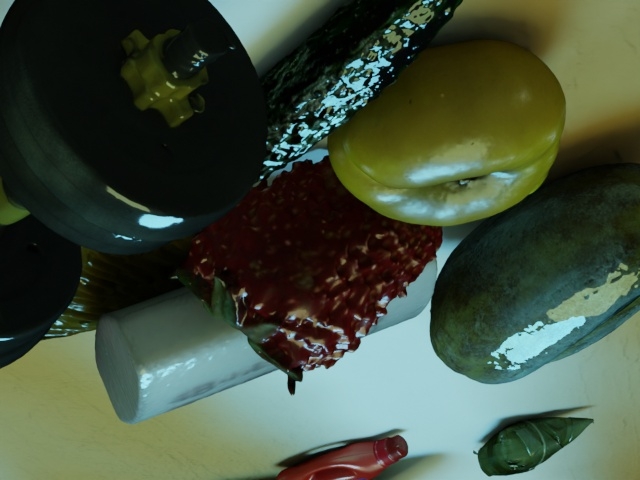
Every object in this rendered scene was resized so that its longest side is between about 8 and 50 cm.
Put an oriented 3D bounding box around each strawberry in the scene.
[{"bbox_3d":[0.000,0.001,1.396,0.208,0.167,0.087,-50,-171,-5],"label":"strawberry"}]

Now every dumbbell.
[{"bbox_3d":[-0.184,-0.040,1.161,0.185,0.185,0.388,8,151,-41],"label":"dumbbell"}]

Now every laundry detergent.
[{"bbox_3d":[0.031,0.277,2.233,0.165,0.049,0.097,-27,155,28],"label":"laundry detergent"}]

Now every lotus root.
[{"bbox_3d":[0.220,0.010,1.552,0.322,0.140,0.158,-37,165,37],"label":"lotus root"}]

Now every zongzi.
[{"bbox_3d":[0.268,0.263,2.316,0.130,0.062,0.154,-18,167,-18],"label":"zongzi"}]

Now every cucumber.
[{"bbox_3d":[0.015,-0.118,1.227,0.067,0.068,0.293,6,152,-37],"label":"cucumber"}]

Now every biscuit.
[{"bbox_3d":[-0.216,0.018,1.475,0.317,0.040,0.318,-11,159,-4],"label":"biscuit"}]

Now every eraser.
[{"bbox_3d":[-0.048,0.063,1.526,0.270,0.095,0.174,-19,167,-17],"label":"eraser"}]

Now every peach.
[{"bbox_3d":[0.093,-0.077,1.316,0.179,0.103,0.179,-7,158,-3],"label":"peach"}]

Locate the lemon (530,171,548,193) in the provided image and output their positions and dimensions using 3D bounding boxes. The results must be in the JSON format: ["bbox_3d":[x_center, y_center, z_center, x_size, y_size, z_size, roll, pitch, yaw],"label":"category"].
[{"bbox_3d":[0.151,-0.064,1.430,0.062,0.062,0.083,-14,162,7],"label":"lemon"}]
